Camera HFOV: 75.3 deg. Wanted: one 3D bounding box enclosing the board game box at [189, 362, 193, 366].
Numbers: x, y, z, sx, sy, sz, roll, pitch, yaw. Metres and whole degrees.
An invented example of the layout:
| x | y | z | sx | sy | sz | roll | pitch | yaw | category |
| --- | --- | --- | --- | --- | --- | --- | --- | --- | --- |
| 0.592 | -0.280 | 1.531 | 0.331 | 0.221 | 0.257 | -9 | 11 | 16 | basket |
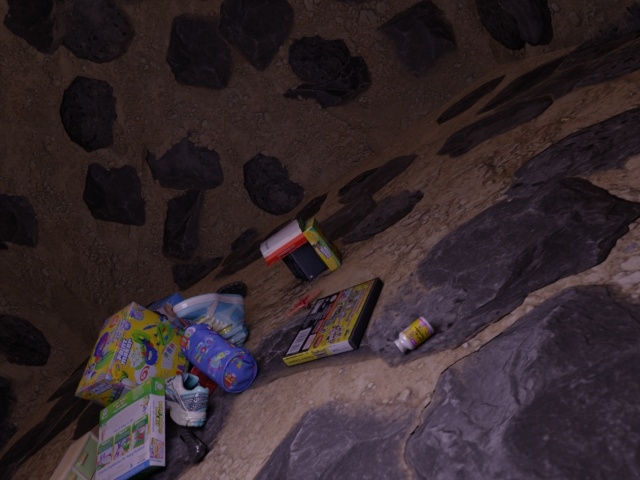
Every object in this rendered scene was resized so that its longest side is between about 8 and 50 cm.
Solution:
| x | y | z | sx | sy | sz | roll | pitch | yaw | category |
| --- | --- | --- | --- | --- | --- | --- | --- | --- | --- |
| -0.507 | 0.445 | 1.640 | 0.181 | 0.092 | 0.043 | -25 | 18 | 37 | board game box |

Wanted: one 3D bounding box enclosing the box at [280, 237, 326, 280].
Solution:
| x | y | z | sx | sy | sz | roll | pitch | yaw | category |
| --- | --- | --- | --- | --- | --- | --- | --- | --- | --- |
| -0.082 | 0.075 | 1.694 | 0.093 | 0.156 | 0.158 | -41 | 16 | -19 | box |

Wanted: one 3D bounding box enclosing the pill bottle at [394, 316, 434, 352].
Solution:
| x | y | z | sx | sy | sz | roll | pitch | yaw | category |
| --- | --- | --- | --- | --- | --- | --- | --- | --- | --- |
| 0.200 | 0.204 | 0.890 | 0.083 | 0.043 | 0.043 | -38 | 15 | -4 | pill bottle |

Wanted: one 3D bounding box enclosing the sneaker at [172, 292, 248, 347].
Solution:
| x | y | z | sx | sy | sz | roll | pitch | yaw | category |
| --- | --- | --- | --- | --- | --- | --- | --- | --- | --- |
| -0.366 | 0.300 | 1.469 | 0.127 | 0.208 | 0.319 | -27 | -19 | 27 | sneaker |

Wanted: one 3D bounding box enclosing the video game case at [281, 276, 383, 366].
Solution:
| x | y | z | sx | sy | sz | roll | pitch | yaw | category |
| --- | --- | --- | --- | --- | --- | --- | --- | --- | --- |
| 0.040 | 0.230 | 1.189 | 0.248 | 0.035 | 0.275 | -26 | 17 | 35 | video game case |

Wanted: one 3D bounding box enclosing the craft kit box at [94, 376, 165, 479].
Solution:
| x | y | z | sx | sy | sz | roll | pitch | yaw | category |
| --- | --- | --- | --- | --- | --- | --- | --- | --- | --- |
| -0.545 | 0.560 | 1.186 | 0.250 | 0.061 | 0.246 | -35 | 50 | 19 | craft kit box |

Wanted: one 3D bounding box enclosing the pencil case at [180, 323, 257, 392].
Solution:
| x | y | z | sx | sy | sz | roll | pitch | yaw | category |
| --- | --- | --- | --- | --- | --- | --- | --- | --- | --- |
| -0.322 | 0.353 | 1.286 | 0.306 | 0.119 | 0.133 | 15 | 72 | 46 | pencil case |

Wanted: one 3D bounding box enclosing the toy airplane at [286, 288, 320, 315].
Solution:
| x | y | z | sx | sy | sz | roll | pitch | yaw | category |
| --- | --- | --- | --- | --- | --- | --- | --- | --- | --- |
| -0.063 | 0.219 | 1.458 | 0.151 | 0.028 | 0.151 | -32 | 15 | 9 | toy airplane |

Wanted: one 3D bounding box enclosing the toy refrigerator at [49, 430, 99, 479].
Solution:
| x | y | z | sx | sy | sz | roll | pitch | yaw | category |
| --- | --- | --- | --- | --- | --- | --- | --- | --- | --- |
| -0.773 | 0.741 | 1.313 | 0.094 | 0.102 | 0.269 | -36 | 14 | -1 | toy refrigerator |

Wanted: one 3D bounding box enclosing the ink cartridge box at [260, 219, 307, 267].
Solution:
| x | y | z | sx | sy | sz | roll | pitch | yaw | category |
| --- | --- | --- | --- | --- | --- | --- | --- | --- | --- |
| -0.150 | 0.007 | 1.642 | 0.189 | 0.066 | 0.232 | -34 | 11 | 1 | ink cartridge box |

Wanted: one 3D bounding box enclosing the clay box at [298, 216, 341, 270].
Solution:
| x | y | z | sx | sy | sz | roll | pitch | yaw | category |
| --- | --- | --- | --- | --- | --- | --- | --- | --- | --- |
| 0.000 | 0.000 | 1.608 | 0.053 | 0.222 | 0.127 | -33 | 16 | 12 | clay box |

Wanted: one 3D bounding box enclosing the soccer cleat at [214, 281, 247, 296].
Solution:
| x | y | z | sx | sy | sz | roll | pitch | yaw | category |
| --- | --- | --- | --- | --- | --- | --- | --- | --- | --- |
| -0.493 | 0.289 | 2.067 | 0.318 | 0.108 | 0.116 | -35 | 11 | 13 | soccer cleat |

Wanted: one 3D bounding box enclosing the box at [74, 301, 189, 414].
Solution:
| x | y | z | sx | sy | sz | roll | pitch | yaw | category |
| --- | --- | --- | --- | --- | --- | --- | --- | --- | --- |
| -0.621 | 0.421 | 1.437 | 0.177 | 0.279 | 0.290 | -30 | 38 | 23 | box |

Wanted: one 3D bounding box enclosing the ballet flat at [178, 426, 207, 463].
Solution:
| x | y | z | sx | sy | sz | roll | pitch | yaw | category |
| --- | --- | --- | --- | --- | --- | --- | --- | --- | --- |
| -0.346 | 0.531 | 1.087 | 0.049 | 0.057 | 0.173 | -50 | 19 | -27 | ballet flat |

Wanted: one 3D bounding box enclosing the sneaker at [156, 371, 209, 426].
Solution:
| x | y | z | sx | sy | sz | roll | pitch | yaw | category |
| --- | --- | --- | --- | --- | --- | --- | --- | --- | --- |
| -0.420 | 0.454 | 1.257 | 0.283 | 0.110 | 0.122 | 8 | 76 | 42 | sneaker |

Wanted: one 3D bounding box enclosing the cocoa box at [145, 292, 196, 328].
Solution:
| x | y | z | sx | sy | sz | roll | pitch | yaw | category |
| --- | --- | --- | --- | --- | --- | --- | --- | --- | --- |
| -0.758 | 0.427 | 1.980 | 0.347 | 0.231 | 0.228 | -21 | 20 | 44 | cocoa box |

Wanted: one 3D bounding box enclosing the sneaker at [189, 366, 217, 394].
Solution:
| x | y | z | sx | sy | sz | roll | pitch | yaw | category |
| --- | --- | --- | --- | --- | --- | --- | --- | --- | --- |
| -0.399 | 0.471 | 1.403 | 0.128 | 0.087 | 0.221 | -53 | 12 | 26 | sneaker |
